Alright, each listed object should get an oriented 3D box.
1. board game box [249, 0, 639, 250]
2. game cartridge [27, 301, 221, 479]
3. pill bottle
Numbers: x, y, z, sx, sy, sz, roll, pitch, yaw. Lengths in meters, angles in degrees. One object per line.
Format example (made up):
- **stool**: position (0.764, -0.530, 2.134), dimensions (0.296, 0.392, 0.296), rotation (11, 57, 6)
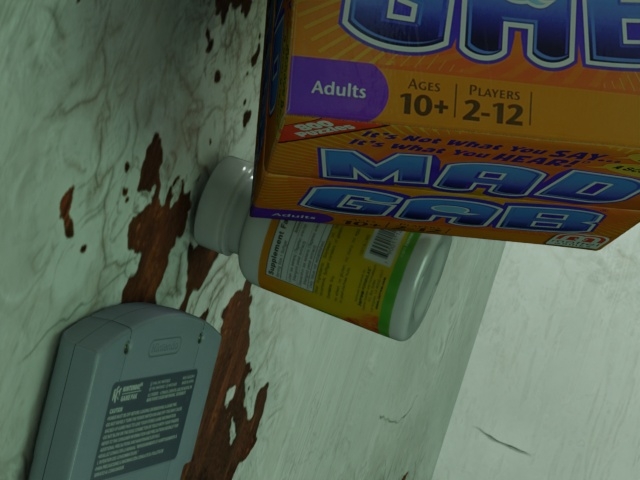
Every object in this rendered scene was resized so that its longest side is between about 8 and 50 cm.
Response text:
- **board game box**: position (0.136, -0.212, 1.461), dimensions (0.356, 0.356, 0.356), rotation (119, -24, -76)
- **game cartridge**: position (-0.187, 0.160, 1.580), dimensions (0.297, 0.062, 0.198), rotation (3, 98, -72)
- **pill bottle**: position (0.000, 0.000, 1.671), dimensions (0.136, 0.246, 0.136), rotation (21, 90, -77)
